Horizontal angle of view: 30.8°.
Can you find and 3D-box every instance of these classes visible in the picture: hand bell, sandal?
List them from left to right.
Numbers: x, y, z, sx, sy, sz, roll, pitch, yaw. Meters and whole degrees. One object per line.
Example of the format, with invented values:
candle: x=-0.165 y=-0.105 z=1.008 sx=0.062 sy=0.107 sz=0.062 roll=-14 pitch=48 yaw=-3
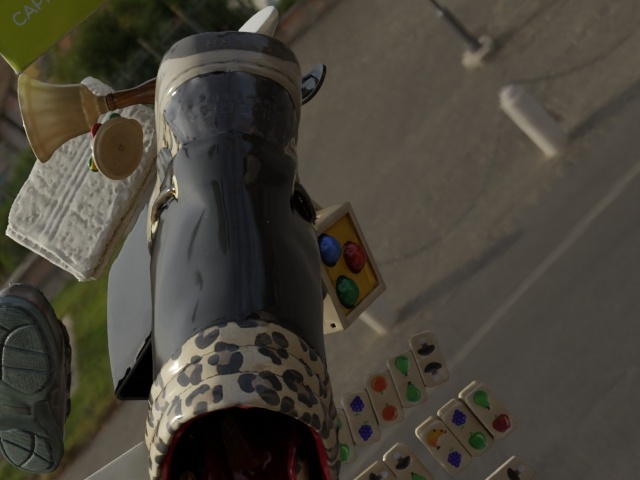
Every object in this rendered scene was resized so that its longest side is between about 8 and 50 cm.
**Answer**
hand bell: x=-0.279 y=-0.193 z=1.601 sx=0.242 sy=0.126 sz=0.126 roll=-12 pitch=30 yaw=-1
sandal: x=-0.061 y=-0.269 z=2.138 sx=0.179 sy=0.040 sz=0.067 roll=-32 pitch=39 yaw=29

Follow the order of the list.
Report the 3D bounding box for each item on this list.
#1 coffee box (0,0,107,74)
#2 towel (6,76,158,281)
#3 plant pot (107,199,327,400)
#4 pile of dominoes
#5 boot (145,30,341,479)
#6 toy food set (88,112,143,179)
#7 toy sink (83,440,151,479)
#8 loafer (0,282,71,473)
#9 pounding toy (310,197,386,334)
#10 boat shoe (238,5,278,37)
coffee box: x=-0.351 y=-0.457 z=1.439 sx=0.338 sy=0.338 sz=0.334 roll=-39 pitch=20 yaw=3
towel: x=-0.349 y=-0.092 z=1.766 sx=0.187 sy=0.049 sz=0.282 roll=29 pitch=89 yaw=22
plant pot: x=-0.137 y=0.056 z=1.311 sx=0.187 sy=0.188 sz=0.167 roll=-56 pitch=45 yaw=33
pile of dominoes: x=0.082 y=0.238 z=1.198 sx=0.251 sy=0.196 sz=0.040 roll=-40 pitch=1 yaw=-3
boot: x=-0.059 y=0.071 z=0.849 sx=0.377 sy=0.138 sz=0.284 roll=99 pitch=168 yaw=-54
toy food set: x=-0.257 y=-0.118 z=1.462 sx=0.020 sy=0.083 sz=0.083 roll=11 pitch=90 yaw=40
toy sink: x=-0.228 y=0.407 z=1.512 sx=0.153 sy=0.234 sz=0.131 roll=-33 pitch=-13 yaw=-17
loafer: x=-0.308 y=0.135 z=1.230 sx=0.084 sy=0.096 sz=0.267 roll=-72 pitch=-8 yaw=-48
pounding toy: x=0.002 y=-0.009 z=1.465 sx=0.094 sy=0.206 sz=0.181 roll=-17 pitch=13 yaw=33
boat shoe: x=-0.116 y=-0.307 z=1.944 sx=0.066 sy=0.063 sz=0.184 roll=4 pitch=60 yaw=51
